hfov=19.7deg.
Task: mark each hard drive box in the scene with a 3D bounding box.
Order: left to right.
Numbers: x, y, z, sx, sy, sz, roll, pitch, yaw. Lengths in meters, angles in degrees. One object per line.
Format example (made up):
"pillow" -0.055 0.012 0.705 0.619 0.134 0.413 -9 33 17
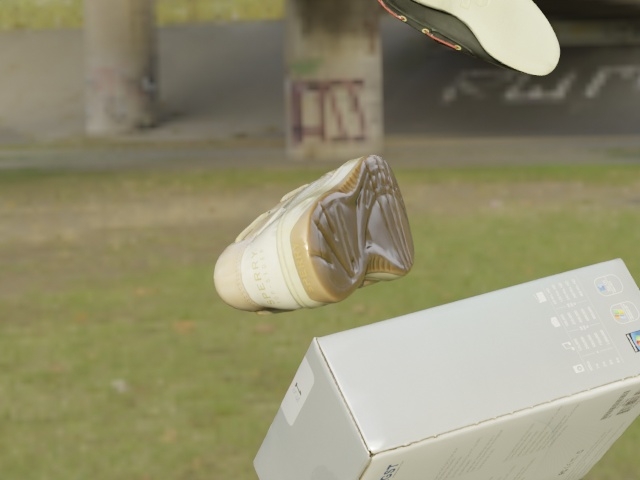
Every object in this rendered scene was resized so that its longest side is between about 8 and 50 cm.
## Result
"hard drive box" 0.093 0.116 1.221 0.232 0.089 0.181 -14 -27 -25

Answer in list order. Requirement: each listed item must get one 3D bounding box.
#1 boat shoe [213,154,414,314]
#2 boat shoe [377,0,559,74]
"boat shoe" 0.000 0.000 1.518 0.098 0.109 0.302 -16 6 20
"boat shoe" 0.093 -0.144 1.169 0.133 0.049 0.042 27 -18 -19
